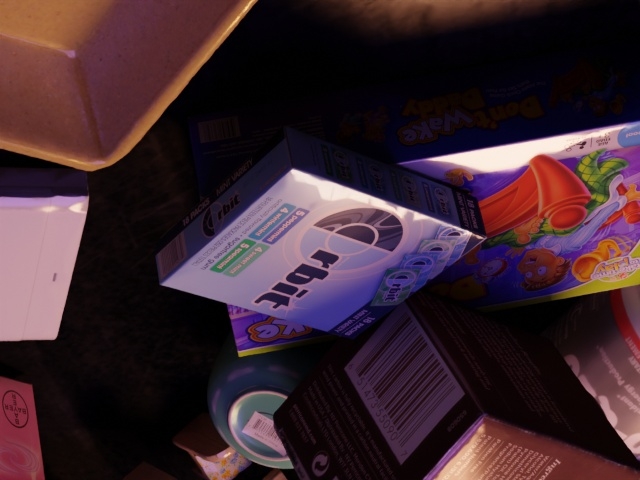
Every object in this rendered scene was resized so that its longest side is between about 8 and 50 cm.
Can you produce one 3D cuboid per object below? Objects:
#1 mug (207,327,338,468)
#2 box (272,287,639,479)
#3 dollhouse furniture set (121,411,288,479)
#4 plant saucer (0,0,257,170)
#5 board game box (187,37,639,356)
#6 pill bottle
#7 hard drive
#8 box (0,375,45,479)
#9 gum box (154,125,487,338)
[{"bbox_3d":[-0.019,0.129,1.488,0.158,0.097,0.129,-11,117,21],"label":"mug"},{"bbox_3d":[0.107,0.163,1.384,0.203,0.168,0.167,23,114,-40],"label":"box"},{"bbox_3d":[-0.098,0.318,1.588,0.242,0.161,0.212,-40,114,-20],"label":"dollhouse furniture set"},{"bbox_3d":[-0.196,-0.197,1.023,0.333,0.081,0.333,14,139,-33],"label":"plant saucer"},{"bbox_3d":[0.087,-0.028,1.356,0.347,0.078,0.233,-10,147,-1],"label":"board game box"},{"bbox_3d":[0.262,0.135,1.572,0.161,0.161,0.283,10,141,-28],"label":"pill bottle"},{"bbox_3d":[-0.345,0.013,1.329,0.308,0.040,0.203,0,145,-17],"label":"hard drive"},{"bbox_3d":[-0.334,0.227,1.433,0.117,0.243,0.213,-22,154,25],"label":"box"},{"bbox_3d":[0.000,0.000,1.263,0.184,0.041,0.157,18,137,-37],"label":"gum box"}]
